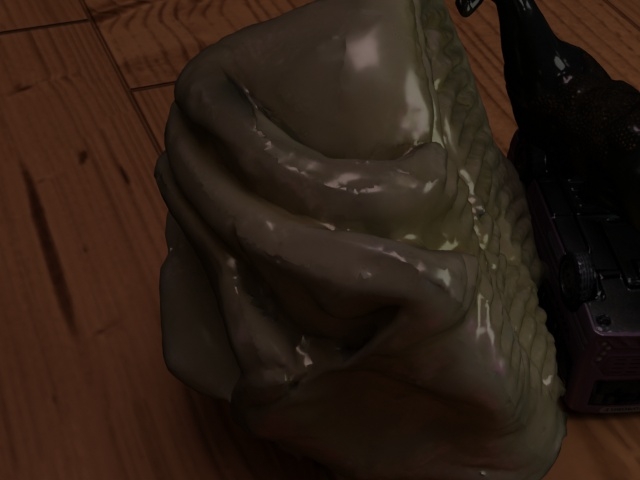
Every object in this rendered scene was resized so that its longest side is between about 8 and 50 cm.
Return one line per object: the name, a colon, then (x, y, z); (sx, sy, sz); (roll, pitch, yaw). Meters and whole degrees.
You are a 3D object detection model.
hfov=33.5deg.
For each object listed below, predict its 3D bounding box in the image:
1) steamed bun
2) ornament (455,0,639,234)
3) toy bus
steamed bun: (0.000, 0.000, 0.581); (0.207, 0.280, 0.267); (-17, 50, 17)
ornament: (0.134, -0.110, 0.584); (0.080, 0.236, 0.202); (-38, 45, 0)
toy bus: (0.184, 0.012, 0.704); (0.096, 0.108, 0.198); (-2, 44, -8)
